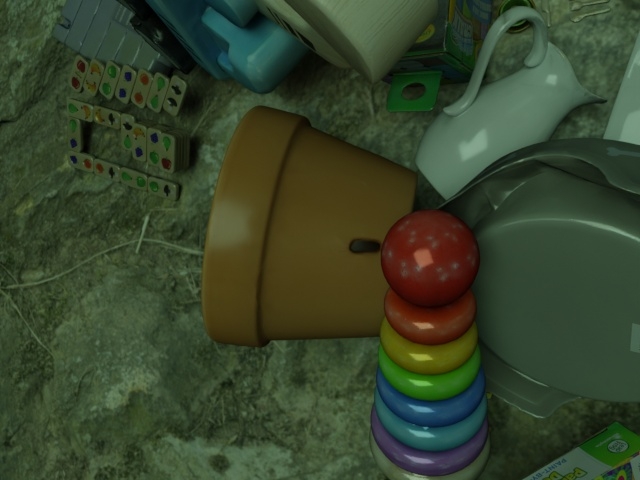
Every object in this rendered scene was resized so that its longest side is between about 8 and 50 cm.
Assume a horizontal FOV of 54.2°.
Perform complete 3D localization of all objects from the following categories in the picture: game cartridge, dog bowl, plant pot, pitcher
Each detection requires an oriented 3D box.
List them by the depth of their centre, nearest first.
[{"bbox_3d":[0.265,0.052,0.628,0.348,0.102,0.349,23,142,20],"label":"dog bowl"},{"bbox_3d":[0.197,-0.145,0.719,0.207,0.177,0.125,-42,35,15],"label":"pitcher"},{"bbox_3d":[0.000,0.000,0.757,0.203,0.291,0.291,12,94,6],"label":"plant pot"},{"bbox_3d":[-0.264,-0.428,0.979,0.230,0.068,0.355,33,102,16],"label":"game cartridge"}]

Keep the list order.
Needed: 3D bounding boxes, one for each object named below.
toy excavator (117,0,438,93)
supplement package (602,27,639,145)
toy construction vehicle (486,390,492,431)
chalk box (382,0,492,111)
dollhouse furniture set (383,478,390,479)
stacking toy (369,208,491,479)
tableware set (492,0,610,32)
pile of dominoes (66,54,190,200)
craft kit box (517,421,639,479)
[{"bbox_3d":[-0.058,-0.274,0.694,0.445,0.433,0.222,40,88,15],"label":"toy excavator"},{"bbox_3d":[0.428,-0.090,0.630,0.261,0.145,0.204,19,97,22],"label":"supplement package"},{"bbox_3d":[0.175,0.220,0.793,0.085,0.035,0.098,16,95,22],"label":"toy construction vehicle"},{"bbox_3d":[0.124,-0.261,0.760,0.132,0.132,0.213,6,93,34],"label":"chalk box"},{"bbox_3d":[0.089,0.403,0.738,0.160,0.212,0.242,-13,109,23],"label":"dollhouse furniture set"},{"bbox_3d":[0.114,0.115,0.638,0.141,0.141,0.330,13,132,23],"label":"stacking toy"},{"bbox_3d":[0.273,-0.315,0.766,0.154,0.024,0.104,-5,87,23],"label":"tableware set"},{"bbox_3d":[-0.314,-0.175,0.971,0.251,0.040,0.196,18,117,22],"label":"pile of dominoes"},{"bbox_3d":[0.247,0.350,0.636,0.246,0.061,0.250,-24,107,-10],"label":"craft kit box"}]
